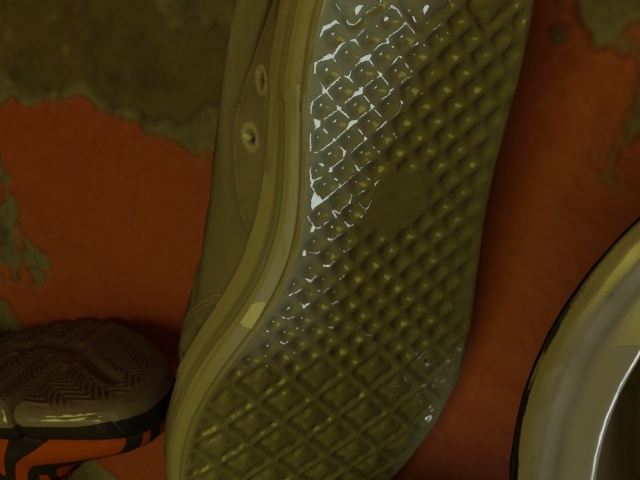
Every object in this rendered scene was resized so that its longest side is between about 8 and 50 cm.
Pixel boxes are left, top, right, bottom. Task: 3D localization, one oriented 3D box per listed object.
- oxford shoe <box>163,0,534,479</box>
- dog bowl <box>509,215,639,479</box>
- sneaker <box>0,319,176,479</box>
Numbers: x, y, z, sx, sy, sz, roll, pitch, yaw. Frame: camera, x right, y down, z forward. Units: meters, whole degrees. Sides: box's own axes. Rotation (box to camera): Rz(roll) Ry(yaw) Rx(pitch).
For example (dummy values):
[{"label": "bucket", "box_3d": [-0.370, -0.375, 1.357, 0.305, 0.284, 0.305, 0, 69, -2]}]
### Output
[{"label": "oxford shoe", "box_3d": [0.000, 0.000, 0.589, 0.130, 0.169, 0.449, -124, 39, -49]}, {"label": "dog bowl", "box_3d": [0.300, 0.114, 0.462, 0.408, 0.150, 0.407, 8, 109, 24]}, {"label": "sneaker", "box_3d": [-0.208, 0.161, 0.748, 0.321, 0.125, 0.180, -5, 108, 38]}]
